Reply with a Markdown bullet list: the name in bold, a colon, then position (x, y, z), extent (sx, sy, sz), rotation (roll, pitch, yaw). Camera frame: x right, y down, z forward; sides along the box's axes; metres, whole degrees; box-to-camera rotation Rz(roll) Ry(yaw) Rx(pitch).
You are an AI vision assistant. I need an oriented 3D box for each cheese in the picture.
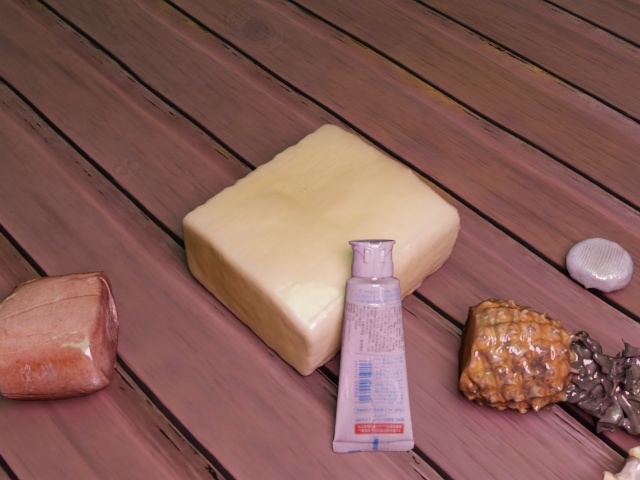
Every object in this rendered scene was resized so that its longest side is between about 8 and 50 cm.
- **cheese**: position (0.000, 0.000, 0.990), extent (0.265, 0.124, 0.242), rotation (-36, 55, -27)

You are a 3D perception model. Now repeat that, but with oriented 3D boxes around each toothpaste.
- **toothpaste**: position (0.057, 0.116, 0.853), extent (0.089, 0.057, 0.234), rotation (-1, 93, -1)

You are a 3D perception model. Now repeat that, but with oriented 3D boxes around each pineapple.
- **pineapple**: position (0.278, 0.145, 0.869), extent (0.248, 0.128, 0.128), rotation (14, 51, 5)

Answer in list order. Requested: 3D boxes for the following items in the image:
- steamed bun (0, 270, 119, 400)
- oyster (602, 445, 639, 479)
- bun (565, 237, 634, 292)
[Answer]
- **steamed bun**: position (-0.307, 0.113, 0.911), extent (0.145, 0.106, 0.175), rotation (-10, 36, -1)
- **oyster**: position (0.295, 0.325, 0.708), extent (0.354, 0.107, 0.201), rotation (-31, 65, -33)
- **bun**: position (0.356, 0.034, 1.006), extent (0.083, 0.045, 0.083), rotation (-2, 48, 2)
